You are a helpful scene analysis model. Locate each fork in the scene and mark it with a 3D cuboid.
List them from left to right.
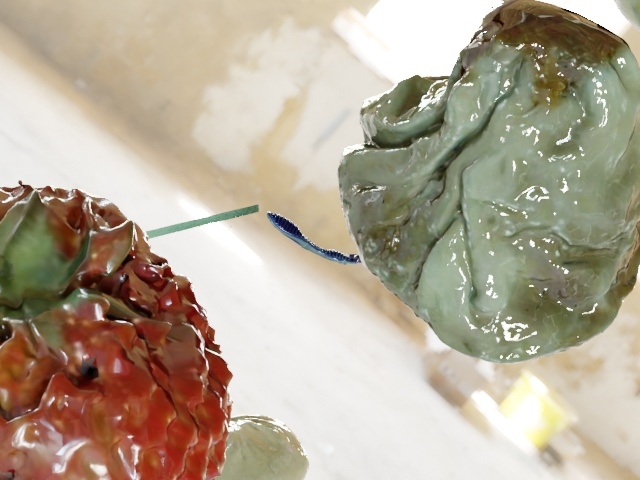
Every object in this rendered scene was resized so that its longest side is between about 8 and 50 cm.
[{"bbox_3d":[-0.172,-0.007,1.569,0.235,0.039,0.021,-13,38,-18],"label":"fork"}]

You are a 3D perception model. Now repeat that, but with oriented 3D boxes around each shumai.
[{"bbox_3d":[0.180,-0.076,1.354,0.309,0.263,0.304,7,56,-5],"label":"shumai"}]

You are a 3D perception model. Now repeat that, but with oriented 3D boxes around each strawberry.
[{"bbox_3d":[-0.186,0.152,1.069,0.351,0.267,0.312,77,-13,-47],"label":"strawberry"}]

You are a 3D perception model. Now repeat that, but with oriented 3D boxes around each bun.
[{"bbox_3d":[-0.130,0.318,2.056,0.133,0.231,0.231,64,9,-6],"label":"bun"}]

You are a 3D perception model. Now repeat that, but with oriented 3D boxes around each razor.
[{"bbox_3d":[-0.002,0.004,1.811,0.154,0.028,0.044,23,18,-19],"label":"razor"}]

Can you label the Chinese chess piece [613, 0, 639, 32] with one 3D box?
[{"bbox_3d":[0.530,-0.401,1.897,0.349,0.349,0.146,33,31,-37],"label":"Chinese chess piece"}]
